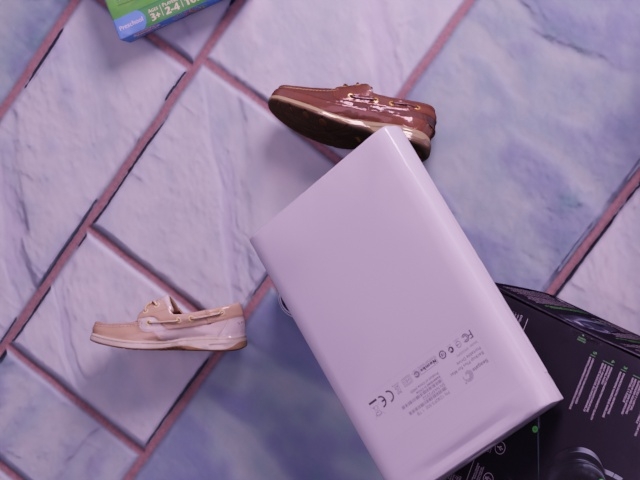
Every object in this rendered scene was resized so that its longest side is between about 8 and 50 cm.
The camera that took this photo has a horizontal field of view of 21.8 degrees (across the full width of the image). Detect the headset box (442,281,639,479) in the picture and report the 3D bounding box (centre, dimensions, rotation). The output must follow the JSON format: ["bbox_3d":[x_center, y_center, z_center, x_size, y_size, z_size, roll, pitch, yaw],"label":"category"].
[{"bbox_3d":[0.253,0.205,1.587,0.283,0.131,0.246,25,100,43],"label":"headset box"}]

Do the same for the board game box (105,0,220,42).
[{"bbox_3d":[-0.178,-0.340,1.773,0.160,0.039,0.211,-22,87,14],"label":"board game box"}]

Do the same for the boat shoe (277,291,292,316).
[{"bbox_3d":[0.000,0.000,1.726,0.065,0.083,0.183,29,99,10],"label":"boat shoe"}]

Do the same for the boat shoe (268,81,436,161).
[{"bbox_3d":[0.035,-0.131,1.728,0.178,0.064,0.060,15,66,11],"label":"boat shoe"}]

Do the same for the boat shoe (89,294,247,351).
[{"bbox_3d":[-0.162,0.088,1.784,0.170,0.063,0.059,0,91,4],"label":"boat shoe"}]

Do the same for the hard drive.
[{"bbox_3d":[0.076,0.073,1.609,0.203,0.040,0.307,-39,72,31],"label":"hard drive"}]
